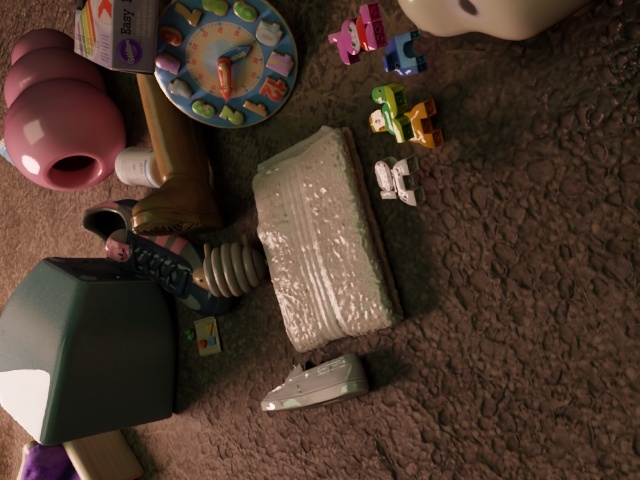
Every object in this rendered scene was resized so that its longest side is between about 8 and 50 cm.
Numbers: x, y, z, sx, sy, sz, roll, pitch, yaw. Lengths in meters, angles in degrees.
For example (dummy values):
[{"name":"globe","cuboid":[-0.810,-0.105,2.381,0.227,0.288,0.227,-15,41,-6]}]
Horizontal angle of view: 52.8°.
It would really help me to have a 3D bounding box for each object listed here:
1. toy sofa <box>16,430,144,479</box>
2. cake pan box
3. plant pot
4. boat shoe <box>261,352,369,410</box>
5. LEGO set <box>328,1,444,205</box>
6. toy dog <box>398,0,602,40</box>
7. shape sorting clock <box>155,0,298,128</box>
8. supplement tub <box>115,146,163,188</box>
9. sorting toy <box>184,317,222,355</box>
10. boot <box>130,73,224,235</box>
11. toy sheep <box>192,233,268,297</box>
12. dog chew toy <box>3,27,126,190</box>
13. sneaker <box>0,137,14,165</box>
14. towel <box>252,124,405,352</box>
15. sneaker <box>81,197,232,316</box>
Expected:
[{"name":"toy sofa","cuboid":[-0.512,0.537,1.286,0.150,0.177,0.362,46,120,29]},{"name":"cake pan box","cuboid":[-0.293,-0.375,0.914,0.267,0.070,0.245,36,121,53]},{"name":"plant pot","cuboid":[-0.403,0.165,1.125,0.247,0.248,0.252,21,102,38]},{"name":"boat shoe","cuboid":[-0.014,0.199,0.902,0.184,0.066,0.063,-28,62,41]},{"name":"LEGO set","cuboid":[0.078,-0.161,0.768,0.093,0.087,0.227,3,114,48]},{"name":"toy dog","cuboid":[0.143,-0.384,0.612,0.395,0.284,0.407,-17,83,20]},{"name":"shape sorting clock","cuboid":[-0.134,-0.251,0.901,0.206,0.206,0.040,-54,23,30]},{"name":"supplement tub","cuboid":[-0.296,-0.126,1.112,0.107,0.071,0.071,9,100,41]},{"name":"sorting toy","cuboid":[-0.201,0.165,1.091,0.083,0.012,0.062,-20,81,40]},{"name":"boot","cuboid":[-0.234,-0.143,0.963,0.089,0.236,0.269,-12,87,8]},{"name":"toy sheep","cuboid":[-0.128,0.041,0.967,0.132,0.091,0.091,-16,81,6]},{"name":"dog chew toy","cuboid":[-0.483,-0.256,1.187,0.206,0.207,0.331,-42,59,35]},{"name":"sneaker","cuboid":[-0.660,-0.223,1.441,0.073,0.063,0.162,53,130,3]},{"name":"towel","cuboid":[0.000,0.000,0.880,0.187,0.049,0.282,-24,78,40]},{"name":"sneaker","cuboid":[-0.279,0.032,1.069,0.319,0.131,0.112,33,114,34]}]
